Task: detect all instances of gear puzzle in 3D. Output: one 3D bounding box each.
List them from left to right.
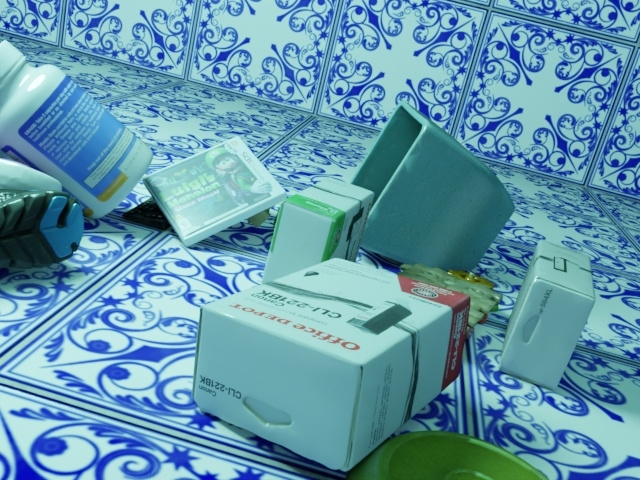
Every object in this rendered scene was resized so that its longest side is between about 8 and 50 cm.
[{"bbox_3d":[0.194,0.091,1.135,0.175,0.044,0.339,21,17,23],"label":"gear puzzle"}]

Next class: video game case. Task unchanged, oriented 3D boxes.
[{"bbox_3d":[-0.181,-0.089,1.196,0.190,0.022,0.173,-27,53,-19],"label":"video game case"}]

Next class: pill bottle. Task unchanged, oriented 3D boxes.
[{"bbox_3d":[-0.407,-0.171,1.088,0.272,0.152,0.152,44,6,-26],"label":"pill bottle"}]

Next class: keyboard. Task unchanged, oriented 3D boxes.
[{"bbox_3d":[-0.264,-0.057,1.248,0.108,0.023,0.180,16,20,5],"label":"keyboard"}]

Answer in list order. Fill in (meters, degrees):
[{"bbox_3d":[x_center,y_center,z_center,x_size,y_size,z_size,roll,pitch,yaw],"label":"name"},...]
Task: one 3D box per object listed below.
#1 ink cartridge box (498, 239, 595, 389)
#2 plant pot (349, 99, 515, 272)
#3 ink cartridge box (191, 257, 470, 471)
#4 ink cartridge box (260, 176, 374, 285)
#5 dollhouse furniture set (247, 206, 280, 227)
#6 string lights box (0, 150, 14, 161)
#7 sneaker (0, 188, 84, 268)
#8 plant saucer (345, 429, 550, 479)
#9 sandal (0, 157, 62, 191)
[{"bbox_3d":[0.328,0.101,1.025,0.085,0.148,0.203,20,21,12],"label":"ink cartridge box"},{"bbox_3d":[0.212,-0.081,1.336,0.252,0.247,0.248,27,16,-14],"label":"plant pot"},{"bbox_3d":[0.021,0.117,0.783,0.196,0.114,0.272,15,18,29],"label":"ink cartridge box"},{"bbox_3d":[0.000,0.000,1.072,0.086,0.153,0.208,20,21,14],"label":"ink cartridge box"},{"bbox_3d":[-0.125,-0.044,1.301,0.151,0.123,0.144,47,15,-13],"label":"dollhouse furniture set"},{"bbox_3d":[-0.626,-0.187,1.187,0.259,0.134,0.077,19,20,14],"label":"string lights box"},{"bbox_3d":[-0.456,0.003,0.842,0.139,0.125,0.340,4,7,32],"label":"sneaker"},{"bbox_3d":[0.141,0.246,0.653,0.240,0.037,0.241,13,20,-5],"label":"plant saucer"},{"bbox_3d":[-0.563,-0.136,1.044,0.415,0.102,0.169,15,-13,7],"label":"sandal"}]
